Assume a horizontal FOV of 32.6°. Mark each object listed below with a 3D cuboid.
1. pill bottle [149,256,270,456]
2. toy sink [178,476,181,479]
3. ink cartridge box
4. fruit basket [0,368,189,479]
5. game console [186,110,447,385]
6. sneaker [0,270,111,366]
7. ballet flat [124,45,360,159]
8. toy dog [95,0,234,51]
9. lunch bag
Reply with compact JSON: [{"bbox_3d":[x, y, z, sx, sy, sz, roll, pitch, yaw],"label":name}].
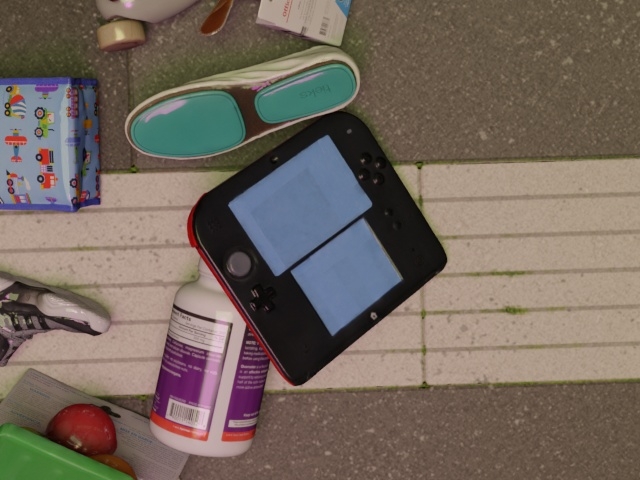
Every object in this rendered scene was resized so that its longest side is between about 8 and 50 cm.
[{"bbox_3d":[-0.174,0.190,1.853,0.182,0.181,0.322,12,94,-2],"label":"pill bottle"},{"bbox_3d":[-0.364,0.493,1.898,0.234,0.131,0.152,4,95,-2],"label":"toy sink"},{"bbox_3d":[-0.039,-0.396,1.821,0.180,0.060,0.104,11,95,-40],"label":"ink cartridge box"},{"bbox_3d":[-0.403,0.369,1.786,0.327,0.353,0.165,23,110,-1],"label":"fruit basket"},{"bbox_3d":[0.000,0.000,1.817,0.387,0.060,0.342,-36,94,-27],"label":"game console"},{"bbox_3d":[-0.500,0.152,1.888,0.269,0.101,0.153,17,95,4],"label":"sneaker"},{"bbox_3d":[-0.131,-0.238,1.850,0.400,0.139,0.139,-16,95,1],"label":"ballet flat"},{"bbox_3d":[-0.241,-0.427,1.812,0.334,0.161,0.220,-31,95,2],"label":"toy dog"},{"bbox_3d":[-0.534,-0.165,1.856,0.293,0.138,0.220,1,97,8],"label":"lunch bag"}]
